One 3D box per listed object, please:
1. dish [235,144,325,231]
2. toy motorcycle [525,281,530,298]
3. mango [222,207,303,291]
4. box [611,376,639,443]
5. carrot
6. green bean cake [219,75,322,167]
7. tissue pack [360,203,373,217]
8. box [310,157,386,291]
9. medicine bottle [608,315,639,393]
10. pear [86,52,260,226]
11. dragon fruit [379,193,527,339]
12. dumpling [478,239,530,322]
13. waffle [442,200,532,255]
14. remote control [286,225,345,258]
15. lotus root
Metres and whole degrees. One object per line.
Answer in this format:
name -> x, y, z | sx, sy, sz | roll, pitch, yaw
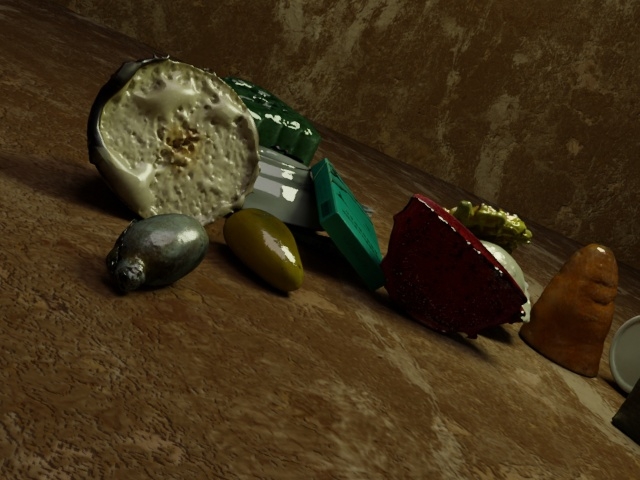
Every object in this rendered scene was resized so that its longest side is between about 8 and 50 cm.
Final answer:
dish -> -0.110, -0.120, 1.452 | 0.317, 0.106, 0.316 | 22, 11, -4
toy motorcycle -> 0.353, 0.077, 1.662 | 0.113, 0.112, 0.254 | 18, 16, -30
mango -> -0.077, 0.012, 1.125 | 0.103, 0.076, 0.161 | 21, 21, -47
box -> 0.618, 0.284, 1.231 | 0.273, 0.143, 0.184 | 16, 16, -39
carrot -> 0.482, 0.115, 1.463 | 0.159, 0.225, 0.159 | 22, 10, -4
green bean cake -> -0.190, -0.255, 1.722 | 0.308, 0.169, 0.300 | 12, 19, -41
tissue pack -> 0.024, -0.074, 1.679 | 0.112, 0.051, 0.156 | 34, 16, 34
box -> 0.048, -0.032, 1.361 | 0.161, 0.042, 0.226 | 53, 13, -26
medicine bottle -> 0.681, 0.239, 1.462 | 0.274, 0.165, 0.165 | 20, 15, -28
pear -> -0.240, -0.130, 1.176 | 0.267, 0.266, 0.178 | 17, -15, -34
dragon fruit -> 0.211, 0.046, 1.286 | 0.262, 0.163, 0.189 | 42, 42, -1
dumpling -> 0.279, 0.085, 1.419 | 0.252, 0.131, 0.179 | 9, 44, -26
waffle -> 0.260, 0.006, 1.506 | 0.238, 0.243, 0.058 | 23, 47, -43
remote control -> -0.001, 0.001, 1.404 | 0.153, 0.027, 0.043 | 19, 19, -16
lotus root -> -0.189, 0.011, 0.912 | 0.088, 0.088, 0.165 | 30, 24, 16
